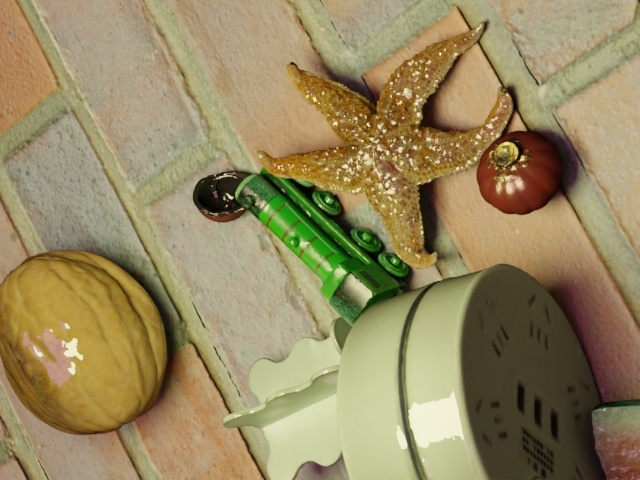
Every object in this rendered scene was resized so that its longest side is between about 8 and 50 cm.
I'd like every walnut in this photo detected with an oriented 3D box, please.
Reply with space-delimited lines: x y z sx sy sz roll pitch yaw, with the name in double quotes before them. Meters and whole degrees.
"walnut" -0.317 0.131 2.190 0.225 0.225 0.261 -42 77 30

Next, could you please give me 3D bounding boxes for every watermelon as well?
"watermelon" 0.386 0.293 1.874 0.154 0.094 0.241 2 100 21

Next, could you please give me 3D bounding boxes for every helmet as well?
"helmet" -0.117 -0.050 2.137 0.084 0.049 0.065 -5 59 8

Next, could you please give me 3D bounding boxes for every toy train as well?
"toy train" 0.000 0.000 2.033 0.251 0.119 0.085 43 118 17

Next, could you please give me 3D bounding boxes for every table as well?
"table" -0.006 0.195 2.043 0.198 0.166 0.166 -28 83 32

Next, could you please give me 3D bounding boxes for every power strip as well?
"power strip" 0.175 0.193 1.837 0.161 0.357 0.357 -19 88 32

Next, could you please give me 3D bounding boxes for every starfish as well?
"starfish" 0.068 -0.125 1.973 0.302 0.060 0.299 12 99 18

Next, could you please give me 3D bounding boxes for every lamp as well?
"lamp" 0.225 -0.076 1.897 0.101 0.090 0.101 -16 54 24
